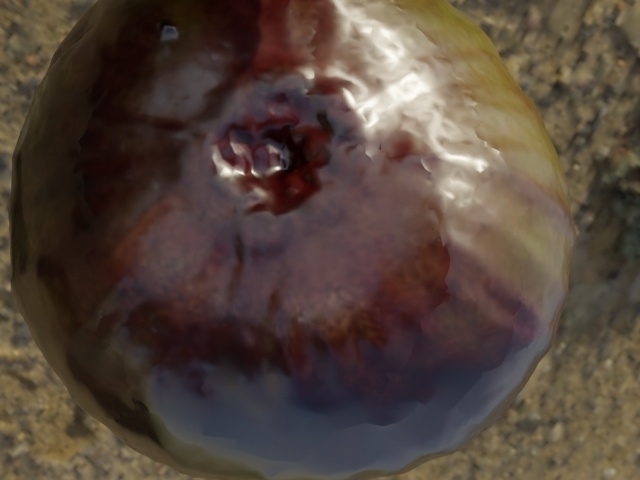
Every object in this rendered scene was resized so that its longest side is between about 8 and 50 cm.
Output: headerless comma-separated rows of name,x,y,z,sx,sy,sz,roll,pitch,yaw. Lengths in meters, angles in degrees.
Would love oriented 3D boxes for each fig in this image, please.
fig,0.000,0.000,0.597,0.217,0.217,0.321,-54,170,-1
